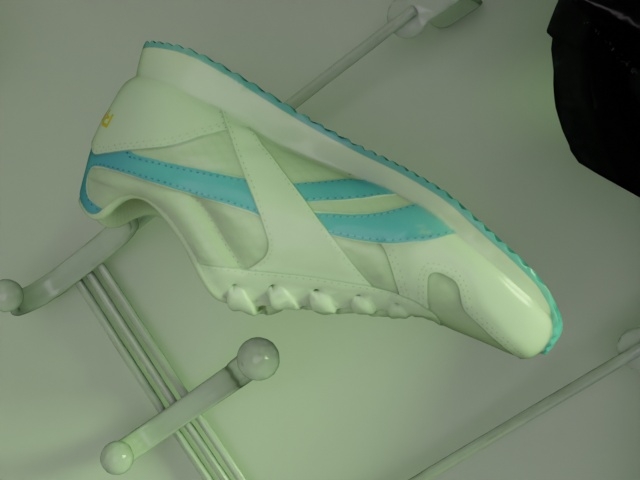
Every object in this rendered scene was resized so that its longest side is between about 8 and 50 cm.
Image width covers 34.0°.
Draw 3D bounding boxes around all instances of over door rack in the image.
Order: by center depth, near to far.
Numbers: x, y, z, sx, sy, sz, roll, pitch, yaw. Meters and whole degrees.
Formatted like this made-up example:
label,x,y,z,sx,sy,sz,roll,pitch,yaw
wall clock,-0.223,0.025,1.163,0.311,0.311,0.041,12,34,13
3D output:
label,x,y,z,sx,sy,sz,roll,pitch,yaw
over door rack,0.010,0.033,0.558,0.324,0.108,0.239,-35,87,6

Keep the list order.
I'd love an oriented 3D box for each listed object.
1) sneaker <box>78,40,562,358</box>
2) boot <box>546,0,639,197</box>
label,x,y,z,sx,sy,sz,roll,pitch,yaw
sneaker,0.000,0.000,0.481,0.228,0.087,0.092,29,88,8
boot,0.270,-0.251,0.409,0.445,0.146,0.367,-24,109,-7
